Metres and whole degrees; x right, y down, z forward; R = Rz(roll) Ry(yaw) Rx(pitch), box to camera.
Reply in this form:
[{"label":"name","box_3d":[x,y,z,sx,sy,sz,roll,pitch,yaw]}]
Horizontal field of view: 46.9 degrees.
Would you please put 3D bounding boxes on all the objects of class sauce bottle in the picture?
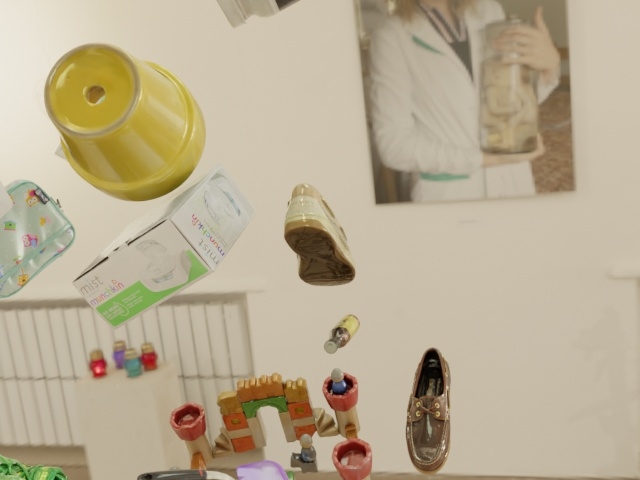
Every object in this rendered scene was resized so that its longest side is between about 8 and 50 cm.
[{"label":"sauce bottle","box_3d":[0.040,0.179,1.407,0.042,0.042,0.128,-2,13,20]}]

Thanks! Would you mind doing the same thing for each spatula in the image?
[{"label":"spatula","box_3d":[-0.193,0.435,1.352,0.296,0.030,0.084,13,25,-33]}]

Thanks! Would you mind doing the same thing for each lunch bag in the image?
[{"label":"lunch bag","box_3d":[-0.762,-0.006,1.841,0.279,0.224,0.108,-46,27,-24]}]

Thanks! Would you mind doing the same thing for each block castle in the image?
[{"label":"block castle","box_3d":[-0.116,0.462,1.658,0.453,0.213,0.303,-12,31,2]}]

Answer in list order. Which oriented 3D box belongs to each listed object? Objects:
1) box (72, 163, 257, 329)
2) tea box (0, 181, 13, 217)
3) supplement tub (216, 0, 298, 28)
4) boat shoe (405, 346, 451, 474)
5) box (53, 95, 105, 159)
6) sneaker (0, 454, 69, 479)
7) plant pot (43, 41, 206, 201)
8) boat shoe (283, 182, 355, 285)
[{"label":"box","box_3d":[-0.280,0.007,1.344,0.262,0.127,0.231,-29,18,27]},{"label":"tea box","box_3d":[-0.441,-0.087,0.447,0.324,0.329,0.220,-2,36,19]},{"label":"supplement tub","box_3d":[-0.061,-0.477,1.171,0.272,0.191,0.191,-28,12,4]},{"label":"boat shoe","box_3d":[0.175,0.271,1.198,0.073,0.073,0.207,-2,46,12]},{"label":"box","box_3d":[-0.590,-0.287,1.896,0.103,0.203,0.114,29,-6,-22]},{"label":"sneaker","box_3d":[-0.520,0.425,1.296,0.123,0.295,0.109,-43,29,25]},{"label":"plant pot","box_3d":[-0.349,-0.214,1.275,0.254,0.254,0.239,-5,-10,4]},{"label":"boat shoe","box_3d":[0.000,0.000,1.337,0.109,0.098,0.302,-6,-26,11]}]
